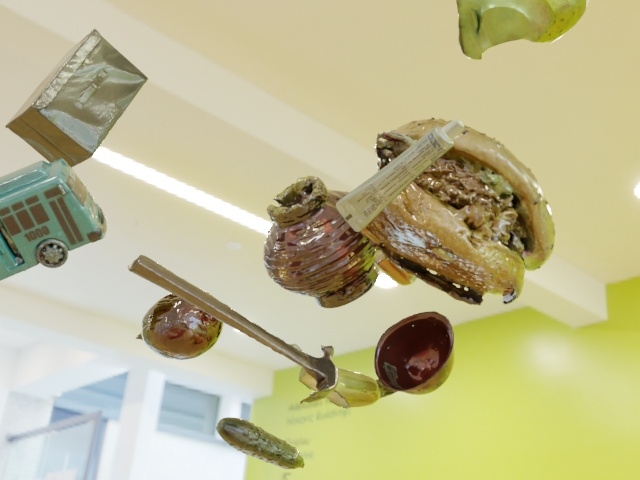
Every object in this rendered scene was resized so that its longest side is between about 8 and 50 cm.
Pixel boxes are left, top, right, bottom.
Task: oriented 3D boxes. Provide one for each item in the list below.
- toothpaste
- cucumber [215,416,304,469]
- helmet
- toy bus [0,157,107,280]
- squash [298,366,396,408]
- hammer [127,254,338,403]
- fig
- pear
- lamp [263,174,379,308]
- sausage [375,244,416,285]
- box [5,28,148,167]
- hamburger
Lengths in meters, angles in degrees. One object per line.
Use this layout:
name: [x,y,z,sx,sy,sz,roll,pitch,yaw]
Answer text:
toothpaste: [0.098,-0.082,0.976,0.048,0.029,0.197,48,-61,-3]
cucumber: [-0.125,0.440,1.719,0.227,0.069,0.069,30,-32,-19]
helmet: [0.201,0.226,1.539,0.106,0.175,0.155,39,1,-43]
toy bus: [-0.469,-0.020,1.211,0.256,0.128,0.147,-24,-64,-5]
squash: [0.060,0.293,1.561,0.200,0.075,0.090,16,-39,-19]
hammer: [-0.098,0.099,0.961,0.297,0.125,0.027,35,-66,-18]
fig: [-0.221,0.131,1.204,0.154,0.103,0.109,-16,-4,40]
pear: [0.468,-0.533,1.825,0.281,0.286,0.176,-4,-62,25]
lamp: [0.000,0.000,1.481,0.246,0.247,0.247,4,-25,2]
sausage: [0.183,0.060,1.967,0.083,0.083,0.264,-6,-21,23]
box: [-0.491,-0.284,1.626,0.149,0.231,0.155,42,-34,-26]
hamburger: [0.204,-0.045,1.235,0.318,0.195,0.277,34,-16,15]
